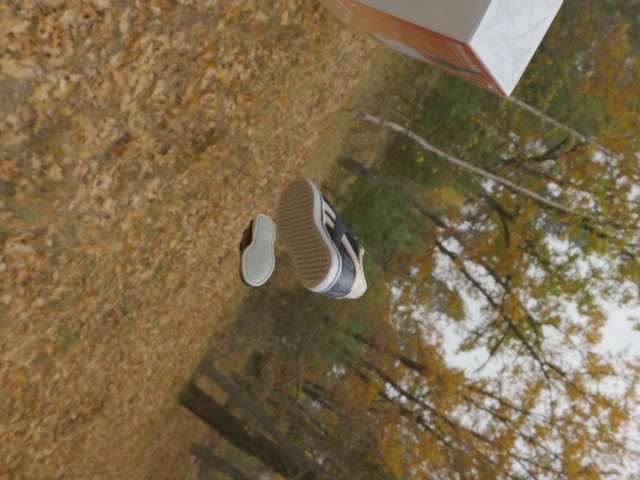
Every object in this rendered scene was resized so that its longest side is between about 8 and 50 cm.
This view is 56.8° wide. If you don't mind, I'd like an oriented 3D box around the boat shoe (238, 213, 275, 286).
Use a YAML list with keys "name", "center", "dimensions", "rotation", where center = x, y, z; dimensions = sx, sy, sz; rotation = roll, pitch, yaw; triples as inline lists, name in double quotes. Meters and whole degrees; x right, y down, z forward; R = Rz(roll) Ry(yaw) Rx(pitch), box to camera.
- name: "boat shoe"
  center: [-0.088, 0.017, 0.779]
  dimensions: [0.038, 0.046, 0.125]
  rotation: [-41, -148, 34]

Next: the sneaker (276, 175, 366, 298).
- name: "sneaker"
  center: [0.000, 0.000, 1.217]
  dimensions: [0.126, 0.127, 0.321]
  rotation: [-44, -140, 23]

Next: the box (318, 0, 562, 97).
- name: "box"
  center: [0.084, -0.202, 0.470]
  dimensions: [0.130, 0.170, 0.091]
  rotation: [10, 111, -60]
